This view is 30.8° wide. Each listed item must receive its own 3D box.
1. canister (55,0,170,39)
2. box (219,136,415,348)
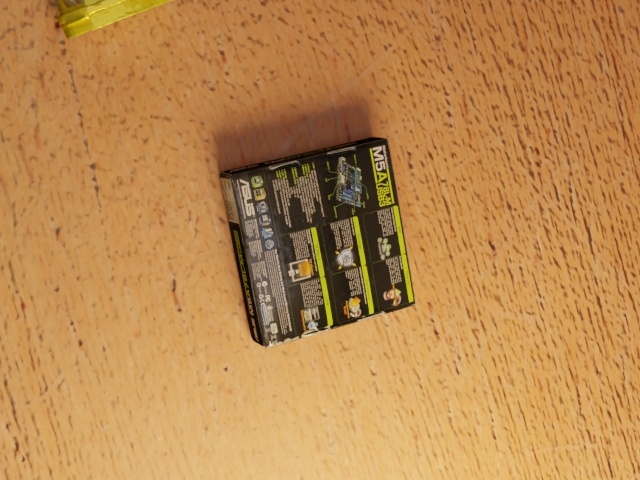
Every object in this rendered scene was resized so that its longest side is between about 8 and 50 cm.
[{"bbox_3d":[-0.213,-0.291,1.093,0.126,0.073,0.170,-25,105,-18],"label":"canister"},{"bbox_3d":[0.000,0.000,1.239,0.184,0.045,0.191,-16,102,-22],"label":"box"}]
